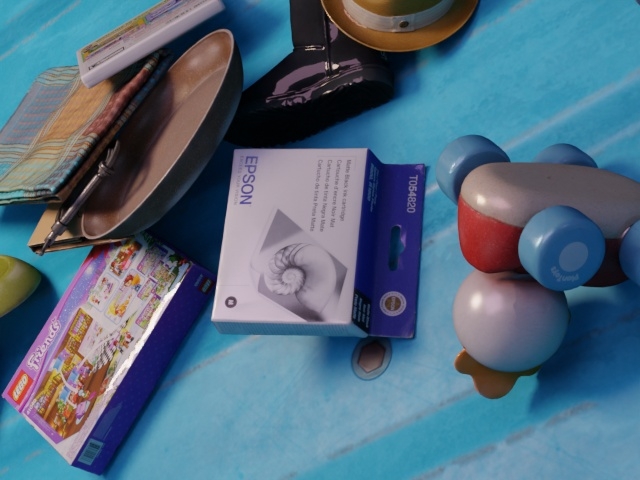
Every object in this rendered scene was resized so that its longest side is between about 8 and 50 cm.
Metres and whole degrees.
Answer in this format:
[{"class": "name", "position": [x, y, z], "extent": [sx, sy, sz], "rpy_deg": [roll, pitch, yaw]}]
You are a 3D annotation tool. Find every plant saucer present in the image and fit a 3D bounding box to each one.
[{"class": "plant saucer", "position": [-0.188, -0.123, 1.671], "extent": [0.310, 0.050, 0.310], "rpy_deg": [-45, 24, 26]}, {"class": "plant saucer", "position": [-0.509, 0.077, 1.870], "extent": [0.241, 0.037, 0.241], "rpy_deg": [-16, 21, 6]}]

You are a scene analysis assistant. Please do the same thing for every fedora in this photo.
[{"class": "fedora", "position": [0.094, -0.316, 1.594], "extent": [0.194, 0.079, 0.194], "rpy_deg": [-1, 65, 3]}]

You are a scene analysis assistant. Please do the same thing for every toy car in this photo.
[{"class": "toy car", "position": [0.214, 0.047, 1.318], "extent": [0.219, 0.210, 0.238], "rpy_deg": [-130, 48, -56]}]

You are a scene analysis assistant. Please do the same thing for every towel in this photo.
[{"class": "towel", "position": [-0.374, -0.157, 1.886], "extent": [0.370, 0.040, 0.271], "rpy_deg": [0, 51, 54]}]

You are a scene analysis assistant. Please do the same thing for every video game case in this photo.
[{"class": "video game case", "position": [-0.237, -0.287, 1.848], "extent": [0.212, 0.023, 0.193], "rpy_deg": [-31, 22, -1]}]

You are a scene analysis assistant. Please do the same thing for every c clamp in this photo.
[{"class": "c clamp", "position": [-0.305, -0.059, 1.732], "extent": [0.160, 0.022, 0.137], "rpy_deg": [-51, 16, 9]}]

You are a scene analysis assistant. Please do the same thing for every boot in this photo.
[{"class": "boot", "position": [-0.022, -0.242, 1.691], "extent": [0.246, 0.094, 0.207], "rpy_deg": [-18, 60, 24]}]

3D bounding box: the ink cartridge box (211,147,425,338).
[{"class": "ink cartridge box", "position": [0.000, 0.000, 1.516], "extent": [0.224, 0.045, 0.223], "rpy_deg": [0, 65, 11]}]

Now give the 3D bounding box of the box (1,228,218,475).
[{"class": "box", "position": [-0.273, 0.127, 1.732], "extent": [0.201, 0.057, 0.293], "rpy_deg": [31, 89, 46]}]

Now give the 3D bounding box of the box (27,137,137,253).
[{"class": "box", "position": [-0.290, -0.068, 1.812], "extent": [0.164, 0.021, 0.201], "rpy_deg": [-9, 41, 25]}]

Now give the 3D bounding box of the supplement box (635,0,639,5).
[{"class": "supplement box", "position": [0.347, -0.320, 1.401], "extent": [0.073, 0.130, 0.239], "rpy_deg": [-31, 50, 25]}]
